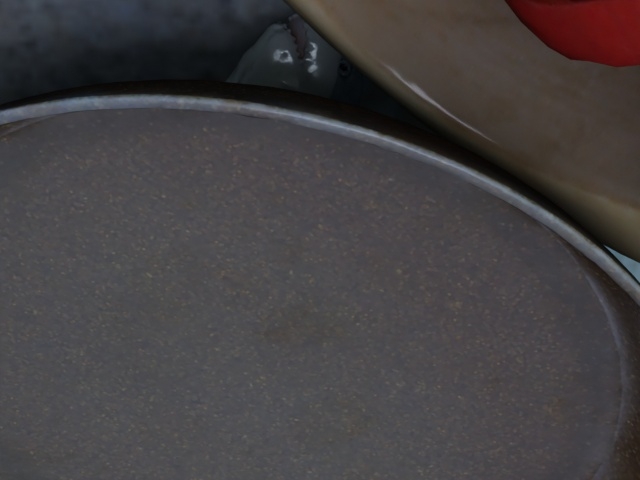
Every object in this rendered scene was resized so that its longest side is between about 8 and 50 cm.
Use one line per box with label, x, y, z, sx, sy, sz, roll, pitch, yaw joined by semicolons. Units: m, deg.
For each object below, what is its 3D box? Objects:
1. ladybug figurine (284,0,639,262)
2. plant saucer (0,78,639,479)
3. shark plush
ladybug figurine;0.068;-0.145;0.445;0.162;0.305;0.449;-58;134;-15
plant saucer;-0.025;0.055;0.614;0.311;0.050;0.310;7;137;6
shark plush;0.000;0.000;0.635;0.067;0.073;0.161;-29;117;-25
